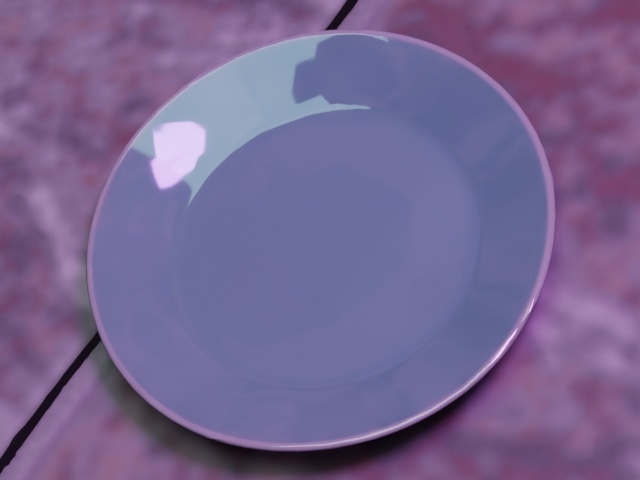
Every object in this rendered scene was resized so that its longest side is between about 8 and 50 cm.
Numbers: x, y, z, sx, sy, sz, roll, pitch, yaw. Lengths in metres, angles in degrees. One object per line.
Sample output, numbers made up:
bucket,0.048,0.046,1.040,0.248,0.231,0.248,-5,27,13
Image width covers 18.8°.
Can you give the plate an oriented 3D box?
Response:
plate,0.000,0.000,0.761,0.188,0.024,0.188,-6,61,10
